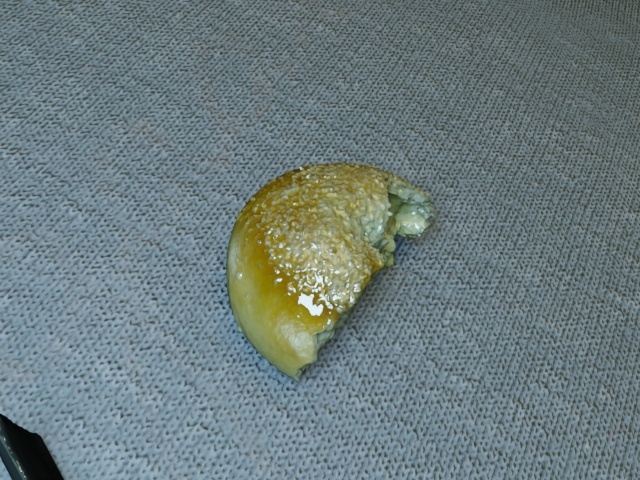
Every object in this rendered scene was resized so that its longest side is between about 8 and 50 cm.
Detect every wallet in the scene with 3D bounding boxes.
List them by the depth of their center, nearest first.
[{"bbox_3d":[-0.218,0.283,0.749,0.030,0.146,0.285,-31,69,-18],"label":"wallet"}]

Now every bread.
[{"bbox_3d":[-0.001,-0.005,1.010,0.192,0.171,0.314,39,52,7],"label":"bread"}]
